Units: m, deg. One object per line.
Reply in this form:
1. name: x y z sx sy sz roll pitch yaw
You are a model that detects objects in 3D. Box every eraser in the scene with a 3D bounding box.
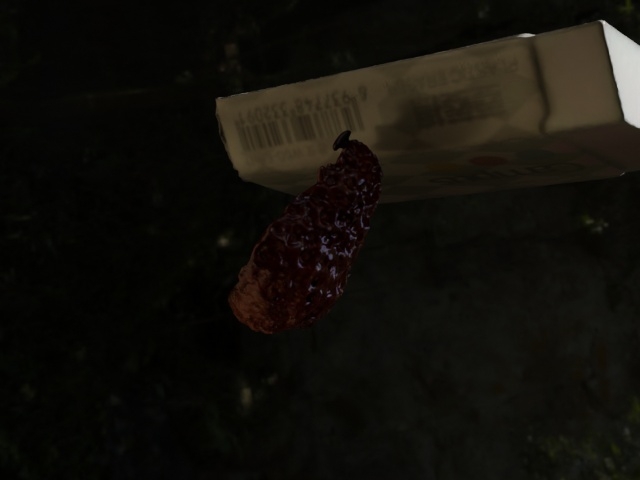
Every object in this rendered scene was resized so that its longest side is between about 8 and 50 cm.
1. eraser: 0.115 -0.102 0.966 0.397 0.213 0.082 -6 -102 38

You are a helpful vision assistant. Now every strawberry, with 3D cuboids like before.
1. strawberry: 0.000 0.000 0.855 0.082 0.188 0.121 37 -18 5
